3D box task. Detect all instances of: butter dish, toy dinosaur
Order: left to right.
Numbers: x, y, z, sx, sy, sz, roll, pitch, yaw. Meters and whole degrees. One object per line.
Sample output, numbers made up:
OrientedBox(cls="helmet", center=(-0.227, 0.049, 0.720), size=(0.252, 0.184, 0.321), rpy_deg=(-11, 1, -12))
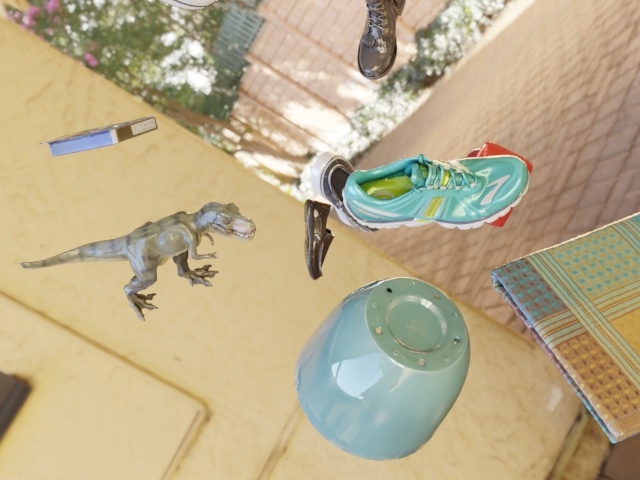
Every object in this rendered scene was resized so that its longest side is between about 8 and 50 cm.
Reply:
OrientedBox(cls="toy dinosaur", center=(-0.187, 0.023, 0.932), size=(0.268, 0.118, 0.064), rpy_deg=(-15, 43, 10))
OrientedBox(cls="butter dish", center=(0.348, -0.131, 1.778), size=(0.118, 0.160, 0.160), rpy_deg=(40, 108, 56))

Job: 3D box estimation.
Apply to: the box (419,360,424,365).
OrientedBox(cls="box", center=(0.147, 0.331, 2.103), size=(0.232, 0.148, 0.127), rpy_deg=(-14, 74, 25))

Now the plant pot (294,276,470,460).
OrientedBox(cls="plant pot", center=(0.126, 0.200, 1.445), size=(0.235, 0.293, 0.293), rpy_deg=(117, 177, -49))

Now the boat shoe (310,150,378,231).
OrientedBox(cls="boat shoe", center=(0.072, -0.104, 1.937), size=(0.108, 0.102, 0.301), rpy_deg=(-53, -32, -12))

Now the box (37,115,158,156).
OrientedBox(cls="box", center=(-0.473, -0.219, 1.753), size=(0.225, 0.036, 0.136), rpy_deg=(-5, 17, 28))

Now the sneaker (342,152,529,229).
OrientedBox(cls="sneaker", center=(0.168, -0.076, 1.210), size=(0.110, 0.275, 0.107), rpy_deg=(66, -163, -64))

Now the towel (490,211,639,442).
OrientedBox(cls="towel", center=(0.440, 0.084, 1.077), size=(0.271, 0.370, 0.040), rpy_deg=(58, 155, 32))

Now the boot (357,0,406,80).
OrientedBox(cls="boot", center=(0.113, -0.499, 1.763), size=(0.229, 0.091, 0.263), rpy_deg=(39, -118, -72))

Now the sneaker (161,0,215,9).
OrientedBox(cls="sneaker", center=(-0.272, -0.592, 1.540), size=(0.257, 0.447, 0.169), rpy_deg=(6, 70, 36))

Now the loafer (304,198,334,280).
OrientedBox(cls="loafer", center=(0.000, 0.000, 2.132), size=(0.080, 0.078, 0.220), rpy_deg=(-110, 18, -69))
